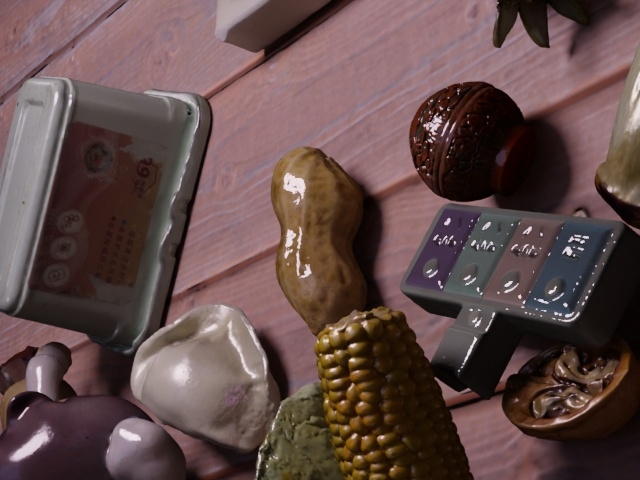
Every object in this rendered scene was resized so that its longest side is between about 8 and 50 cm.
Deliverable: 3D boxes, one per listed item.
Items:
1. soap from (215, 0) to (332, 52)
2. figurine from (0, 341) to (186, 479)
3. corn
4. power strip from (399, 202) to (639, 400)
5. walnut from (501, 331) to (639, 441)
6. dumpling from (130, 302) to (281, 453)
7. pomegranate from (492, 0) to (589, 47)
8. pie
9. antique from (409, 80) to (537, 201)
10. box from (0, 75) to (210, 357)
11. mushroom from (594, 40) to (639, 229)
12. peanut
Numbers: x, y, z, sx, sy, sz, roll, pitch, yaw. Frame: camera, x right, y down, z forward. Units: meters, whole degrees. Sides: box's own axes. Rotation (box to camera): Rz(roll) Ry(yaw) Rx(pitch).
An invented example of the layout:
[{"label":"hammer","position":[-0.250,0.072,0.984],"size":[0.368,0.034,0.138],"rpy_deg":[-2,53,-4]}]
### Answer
[{"label":"soap","position":[-0.037,-0.286,1.535],"size":[0.183,0.064,0.121],"rpy_deg":[-28,54,48]},{"label":"figurine","position":[-0.259,0.234,1.607],"size":[0.365,0.206,0.218],"rpy_deg":[-114,27,-70]},{"label":"corn","position":[0.071,0.200,1.084],"size":[0.101,0.101,0.310],"rpy_deg":[-22,89,52]},{"label":"power strip","position":[0.139,0.049,1.113],"size":[0.216,0.061,0.145],"rpy_deg":[9,65,58]},{"label":"walnut","position":[0.186,0.114,1.057],"size":[0.091,0.052,0.121],"rpy_deg":[-51,21,-27]},{"label":"dumpling","position":[-0.115,0.126,1.469],"size":[0.169,0.100,0.134],"rpy_deg":[22,94,56]},{"label":"pomegranate","position":[0.147,-0.249,1.189],"size":[0.152,0.131,0.191],"rpy_deg":[-35,59,42]},{"label":"pie","position":[0.017,0.237,1.164],"size":[0.090,0.201,0.248],"rpy_deg":[-11,55,29]},{"label":"antique","position":[0.119,-0.080,1.193],"size":[0.104,0.104,0.104],"rpy_deg":[-26,58,50]},{"label":"box","position":[-0.269,-0.037,1.684],"size":[0.175,0.182,0.311],"rpy_deg":[13,90,57]},{"label":"mushroom","position":[0.271,-0.155,1.011],"size":[0.100,0.081,0.312],"rpy_deg":[30,102,50]},{"label":"peanut","position":[0.001,-0.001,1.362],"size":[0.089,0.089,0.192],"rpy_deg":[-31,58,48]}]
